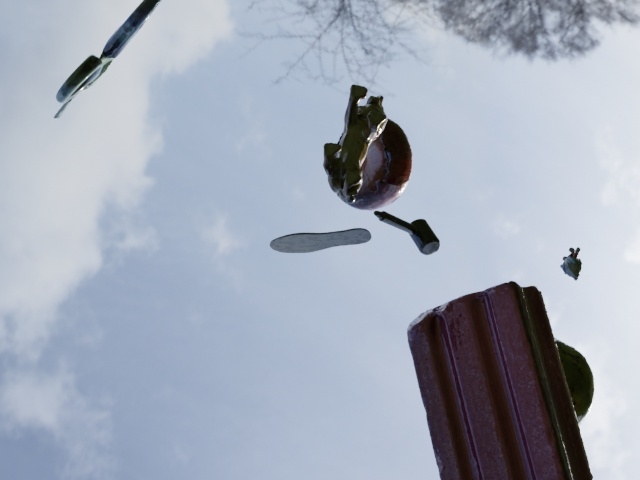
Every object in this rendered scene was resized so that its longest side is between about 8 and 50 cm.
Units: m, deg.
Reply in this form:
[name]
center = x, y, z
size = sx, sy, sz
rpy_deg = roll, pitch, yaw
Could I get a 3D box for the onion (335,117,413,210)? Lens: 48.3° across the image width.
[onion]
center = 0.129, -0.185, 1.744
size = 0.161, 0.248, 0.248
rpy_deg = 28, -142, -31

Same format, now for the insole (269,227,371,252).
[insole]
center = 0.000, 0.000, 1.346
size = 0.193, 0.065, 0.006
rpy_deg = -7, -124, 8

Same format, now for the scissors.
[scissors]
center = -0.383, -0.282, 1.200
size = 0.029, 0.383, 0.256
rpy_deg = 42, -116, -19

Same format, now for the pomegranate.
[pomegranate]
center = 0.408, 0.270, 1.384
size = 0.198, 0.199, 0.246
rpy_deg = 2, -160, -32

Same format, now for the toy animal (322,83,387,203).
[toy animal]
center = 0.074, -0.185, 1.435
size = 0.097, 0.158, 0.313
rpy_deg = 15, -113, 12

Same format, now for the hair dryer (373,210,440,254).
[hair dryer]
center = 0.260, -0.039, 2.178
size = 0.248, 0.070, 0.114
rpy_deg = 23, -152, -38

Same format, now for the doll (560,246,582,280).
[doll]
center = 0.568, 0.055, 1.611
size = 0.039, 0.057, 0.114
rpy_deg = 58, -157, -19

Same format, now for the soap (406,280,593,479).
[soap]
center = 0.293, 0.272, 1.212
size = 0.128, 0.232, 0.360
rpy_deg = 7, -113, -51
